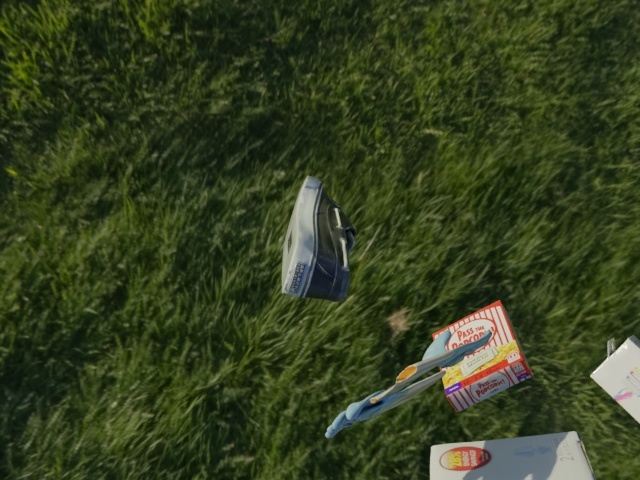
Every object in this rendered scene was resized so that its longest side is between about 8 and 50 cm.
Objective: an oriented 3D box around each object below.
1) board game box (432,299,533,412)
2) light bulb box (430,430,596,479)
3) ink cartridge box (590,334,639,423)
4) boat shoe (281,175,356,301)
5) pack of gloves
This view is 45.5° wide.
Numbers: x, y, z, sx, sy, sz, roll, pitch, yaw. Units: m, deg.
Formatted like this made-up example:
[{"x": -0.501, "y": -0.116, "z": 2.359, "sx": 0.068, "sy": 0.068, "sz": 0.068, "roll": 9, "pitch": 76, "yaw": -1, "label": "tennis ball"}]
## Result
[{"x": 0.285, "y": 0.204, "z": 1.370, "sx": 0.147, "sy": 0.193, "sz": 0.045, "roll": -30, "pitch": 112, "yaw": 13, "label": "board game box"}, {"x": 0.280, "y": 0.496, "z": 0.990, "sx": 0.225, "sy": 0.358, "sz": 0.361, "roll": -9, "pitch": 101, "yaw": 10, "label": "light bulb box"}, {"x": 0.514, "y": 0.224, "z": 1.239, "sx": 0.143, "sy": 0.092, "sz": 0.090, "roll": 46, "pitch": 107, "yaw": 23, "label": "ink cartridge box"}, {"x": 0.000, "y": 0.000, "z": 0.833, "sx": 0.070, "sy": 0.219, "sz": 0.078, "roll": 16, "pitch": 119, "yaw": -7, "label": "boat shoe"}, {"x": 0.108, "y": 0.171, "z": 0.984, "sx": 0.232, "sy": 0.195, "sz": 0.046, "roll": -8, "pitch": 61, "yaw": -52, "label": "pack of gloves"}]
